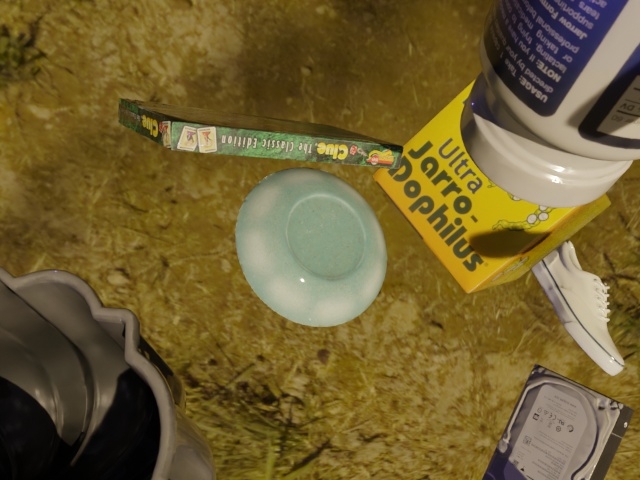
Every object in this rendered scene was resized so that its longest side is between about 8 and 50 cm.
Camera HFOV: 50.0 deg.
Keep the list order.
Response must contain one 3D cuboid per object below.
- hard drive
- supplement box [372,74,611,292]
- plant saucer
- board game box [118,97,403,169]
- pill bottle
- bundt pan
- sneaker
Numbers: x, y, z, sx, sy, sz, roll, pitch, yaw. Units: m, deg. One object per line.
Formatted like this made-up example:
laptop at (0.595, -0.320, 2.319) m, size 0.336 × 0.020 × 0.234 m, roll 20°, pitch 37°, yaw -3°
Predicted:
hard drive at (0.504, 0.469, 1.505) m, size 0.237 × 0.064 × 0.339 m, roll 24°, pitch 88°, yaw 55°
supplement box at (0.255, -0.068, 0.953) m, size 0.195 × 0.356 × 0.194 m, roll -43°, pitch 73°, yaw 18°
plant saucer at (0.000, 0.000, 0.787) m, size 0.194 × 0.037 × 0.195 m, roll 8°, pitch 70°, yaw -23°
board game box at (-0.056, -0.106, 0.693) m, size 0.136 × 0.259 × 0.030 m, roll 25°, pitch 110°, yaw 52°
pill bottle at (0.186, -0.144, 0.410) m, size 0.153 × 0.265 × 0.153 m, roll 6°, pitch 57°, yaw -9°
bundt pan at (-0.199, 0.187, 0.411) m, size 0.330 × 0.124 × 0.331 m, roll -12°, pitch 55°, yaw 18°
sneaker at (0.451, 0.104, 1.174) m, size 0.091 × 0.094 × 0.258 m, roll -40°, pitch 51°, yaw 22°
